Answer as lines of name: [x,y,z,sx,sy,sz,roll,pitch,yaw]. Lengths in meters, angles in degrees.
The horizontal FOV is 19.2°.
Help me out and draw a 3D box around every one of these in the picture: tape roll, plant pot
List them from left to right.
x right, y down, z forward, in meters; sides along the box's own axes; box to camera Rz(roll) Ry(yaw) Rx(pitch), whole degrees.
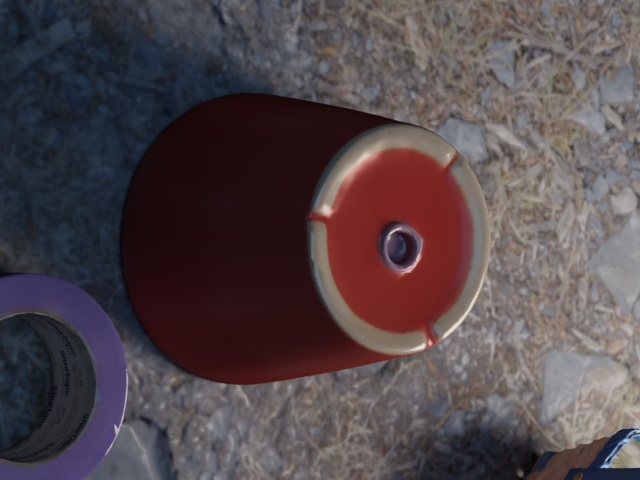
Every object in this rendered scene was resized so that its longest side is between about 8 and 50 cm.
tape roll: [-0.260,0.120,1.572,0.189,0.080,0.189,0,90,-34]
plant pot: [0.000,0.000,1.656,0.275,0.243,0.275,-1,91,-35]

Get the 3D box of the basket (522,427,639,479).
basket: [0.326,0.305,1.854,0.201,0.289,0.255,-51,117,-24]
